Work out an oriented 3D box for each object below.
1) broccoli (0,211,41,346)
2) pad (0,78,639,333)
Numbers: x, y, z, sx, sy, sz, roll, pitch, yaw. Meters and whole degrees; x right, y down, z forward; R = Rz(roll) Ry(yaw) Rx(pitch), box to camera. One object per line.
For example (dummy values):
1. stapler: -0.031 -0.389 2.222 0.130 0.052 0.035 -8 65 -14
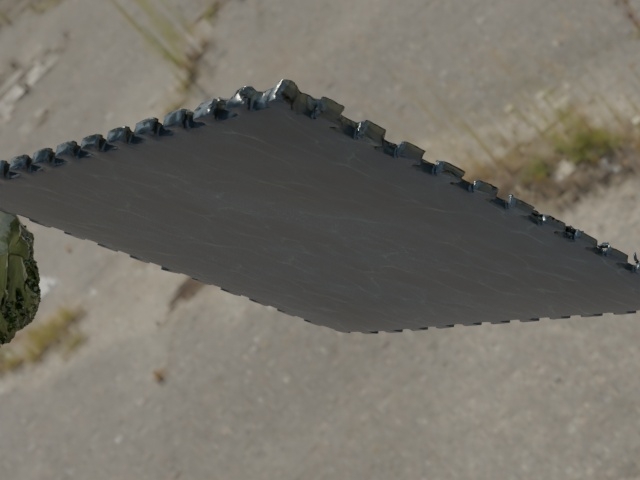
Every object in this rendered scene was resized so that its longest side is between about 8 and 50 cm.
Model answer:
1. broccoli: -0.284 0.022 1.150 0.138 0.146 0.162 -45 29 43
2. pad: 0.000 0.000 0.678 0.269 0.270 0.012 -10 64 51
